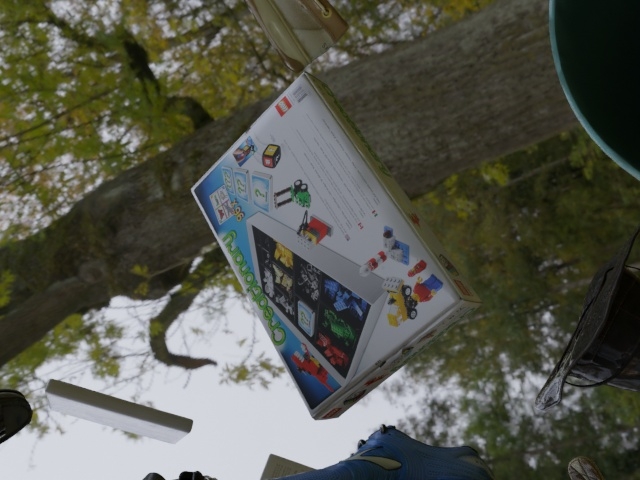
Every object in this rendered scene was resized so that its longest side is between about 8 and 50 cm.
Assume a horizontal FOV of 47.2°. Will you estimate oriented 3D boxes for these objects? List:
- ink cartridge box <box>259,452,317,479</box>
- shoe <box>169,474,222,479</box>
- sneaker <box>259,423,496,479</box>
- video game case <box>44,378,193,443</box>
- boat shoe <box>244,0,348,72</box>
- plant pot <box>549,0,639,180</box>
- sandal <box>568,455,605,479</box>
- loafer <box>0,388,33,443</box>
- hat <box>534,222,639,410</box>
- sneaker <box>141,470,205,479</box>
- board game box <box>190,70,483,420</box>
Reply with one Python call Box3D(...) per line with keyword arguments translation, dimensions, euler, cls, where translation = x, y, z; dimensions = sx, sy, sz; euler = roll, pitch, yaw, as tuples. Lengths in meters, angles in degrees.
Box3D(translation=(0.000, 0.771, 1.897), dimensions=(0.166, 0.395, 0.285), euler=(99, -169, -47), cls="ink cartridge box")
Box3D(translation=(-0.204, 0.418, 1.180), dimensions=(0.076, 0.219, 0.058), euler=(-143, 57, -64), cls="shoe")
Box3D(translation=(0.058, 0.314, 0.904), dimensions=(0.147, 0.330, 0.129), euler=(-100, 11, -61), cls="sneaker")
Box3D(translation=(-0.294, 0.252, 1.063), dimensions=(0.201, 0.183, 0.023), euler=(19, -114, -11), cls="video game case")
Box3D(translation=(-0.032, -0.157, 0.385), dimensions=(0.135, 0.045, 0.050), euler=(57, -177, -19), cls="boat shoe")
Box3D(translation=(0.337, -0.144, 0.482), dimensions=(0.235, 0.293, 0.293), euler=(7, -116, -50), cls="plant pot")
Box3D(translation=(0.525, 0.481, 1.391), dimensions=(0.049, 0.072, 0.180), euler=(-37, -74, -54), cls="sandal")
Box3D(translation=(-0.482, 0.265, 0.919), dimensions=(0.267, 0.084, 0.096), euler=(-13, -66, -47), cls="loafer")
Box3D(translation=(0.438, 0.136, 1.054), dimensions=(0.331, 0.134, 0.331), euler=(-55, -18, -28), cls="hat")
Box3D(translation=(-0.212, 0.332, 0.857), dimensions=(0.234, 0.078, 0.106), euler=(-4, -94, -56), cls="sneaker")
Box3D(translation=(0.000, 0.000, 0.749), dimensions=(0.053, 0.193, 0.305), euler=(15, -142, -55), cls="board game box")
